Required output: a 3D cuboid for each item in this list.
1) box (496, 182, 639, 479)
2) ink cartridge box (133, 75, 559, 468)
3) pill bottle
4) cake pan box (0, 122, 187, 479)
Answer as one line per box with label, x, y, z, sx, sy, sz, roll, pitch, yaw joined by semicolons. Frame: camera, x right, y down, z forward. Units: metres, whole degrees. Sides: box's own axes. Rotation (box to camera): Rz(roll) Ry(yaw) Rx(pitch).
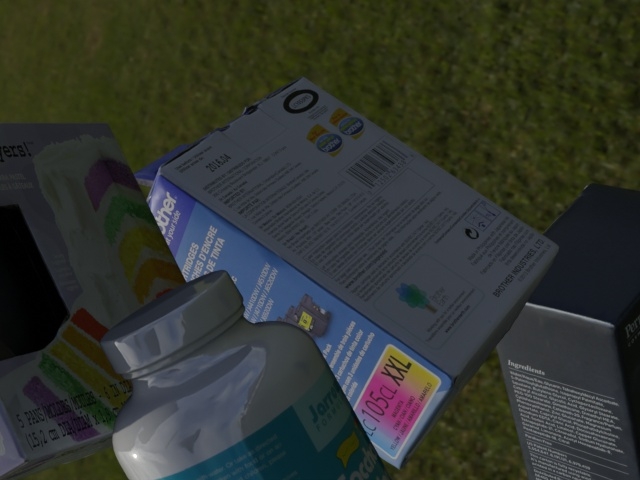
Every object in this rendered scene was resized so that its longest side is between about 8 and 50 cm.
box;0.429;0.167;1.748;0.212;0.293;0.395;13;133;42
ink cartridge box;0.000;0.000;1.211;0.270;0.395;0.151;-40;-18;-50
pill bottle;-0.036;0.154;0.786;0.264;0.146;0.146;61;153;-10
cake pan box;-0.200;0.033;0.876;0.070;0.267;0.245;-33;78;26
